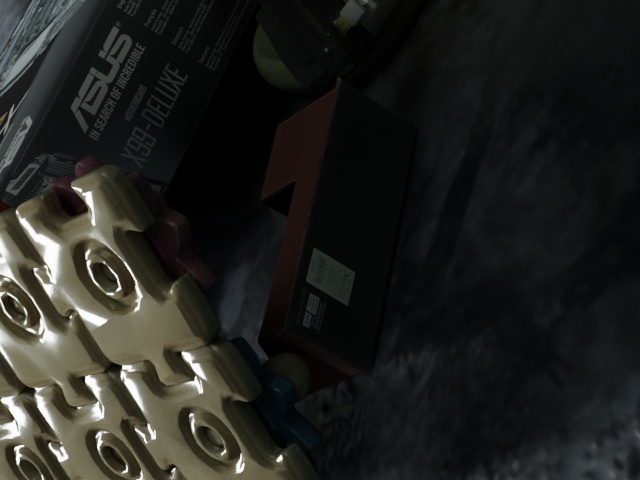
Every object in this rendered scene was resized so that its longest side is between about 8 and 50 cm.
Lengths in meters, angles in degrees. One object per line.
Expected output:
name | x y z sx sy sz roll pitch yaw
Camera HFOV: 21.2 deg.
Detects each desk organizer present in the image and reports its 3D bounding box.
desk organizer | 0.000 0.000 0.750 0.050 0.047 0.130 -29 40 47

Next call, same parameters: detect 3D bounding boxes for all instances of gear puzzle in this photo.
gear puzzle | -0.122 0.063 0.787 0.044 0.175 0.339 -40 14 -36

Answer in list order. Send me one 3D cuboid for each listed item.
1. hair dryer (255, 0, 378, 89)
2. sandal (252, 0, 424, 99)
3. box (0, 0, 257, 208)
hair dryer | -0.008 -0.234 0.807 0.223 0.080 0.293 -46 71 13
sandal | 0.039 -0.216 0.852 0.120 0.086 0.303 7 69 59
box | -0.130 -0.084 0.949 0.242 0.076 0.307 -24 37 58
